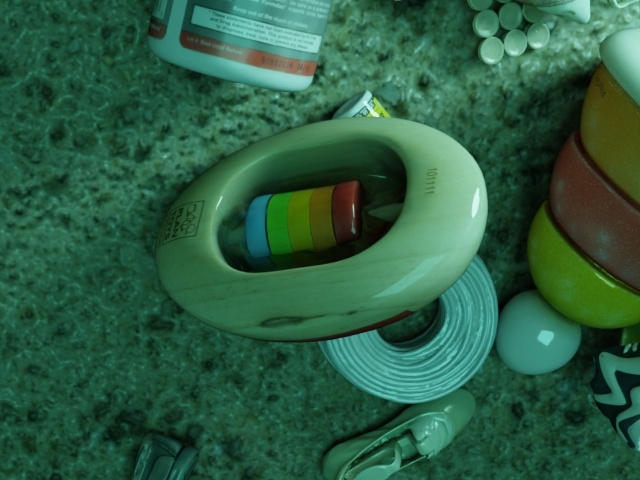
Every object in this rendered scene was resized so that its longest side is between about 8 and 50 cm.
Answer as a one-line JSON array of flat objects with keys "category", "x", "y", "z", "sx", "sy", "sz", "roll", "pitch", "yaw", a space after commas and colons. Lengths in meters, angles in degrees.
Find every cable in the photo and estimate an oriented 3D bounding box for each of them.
[{"category": "cable", "x": 0.117, "y": 0.101, "z": 1.476, "sx": 0.257, "sy": 0.089, "sz": 0.257, "roll": -2, "pitch": 105, "yaw": -7}]

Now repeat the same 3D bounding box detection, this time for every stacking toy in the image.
[{"category": "stacking toy", "x": 0.393, "y": -0.006, "z": 1.421, "sx": 0.350, "sy": 0.350, "sz": 0.480, "roll": 29, "pitch": 119, "yaw": -13}]

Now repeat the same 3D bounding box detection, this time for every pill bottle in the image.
[{"category": "pill bottle", "x": -0.069, "y": -0.375, "z": 1.266, "sx": 0.210, "sy": 0.210, "sz": 0.363, "roll": 13, "pitch": 103, "yaw": -10}, {"category": "pill bottle", "x": 0.075, "y": -0.138, "z": 1.421, "sx": 0.065, "sy": 0.065, "sz": 0.116, "roll": -41, "pitch": 106, "yaw": 5}]

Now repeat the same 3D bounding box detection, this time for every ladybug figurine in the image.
[{"category": "ladybug figurine", "x": 0.000, "y": 0.000, "z": 1.340, "sx": 0.449, "sy": 0.305, "sz": 0.162, "roll": -5, "pitch": 146, "yaw": 23}]

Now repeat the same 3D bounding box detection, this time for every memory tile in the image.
[{"category": "memory tile", "x": 0.245, "y": -0.314, "z": 1.406, "sx": 0.113, "sy": 0.012, "sz": 0.148, "roll": -21, "pitch": 110, "yaw": -17}]

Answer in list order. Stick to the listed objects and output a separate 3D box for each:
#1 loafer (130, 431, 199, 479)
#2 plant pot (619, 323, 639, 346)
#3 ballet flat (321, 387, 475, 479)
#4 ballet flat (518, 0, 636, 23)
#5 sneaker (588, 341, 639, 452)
[{"category": "loafer", "x": -0.265, "y": 0.398, "z": 1.519, "sx": 0.084, "sy": 0.096, "sz": 0.267, "roll": 28, "pitch": 93, "yaw": 7}, {"category": "plant pot", "x": 0.622, "y": 0.175, "z": 1.491, "sx": 0.293, "sy": 0.275, "sz": 0.275, "roll": 25, "pitch": 101, "yaw": -29}, {"category": "ballet flat", "x": 0.120, "y": 0.297, "z": 1.533, "sx": 0.248, "sy": 0.086, "sz": 0.086, "roll": -29, "pitch": 106, "yaw": 1}, {"category": "ballet flat", "x": 0.358, "y": -0.342, "z": 1.375, "sx": 0.316, "sy": 0.107, "sz": 0.106, "roll": -19, "pitch": 122, "yaw": -7}, {"category": "sneaker", "x": 0.435, "y": 0.148, "z": 1.416, "sx": 0.094, "sy": 0.153, "sz": 0.235, "roll": 11, "pitch": 106, "yaw": -35}]
